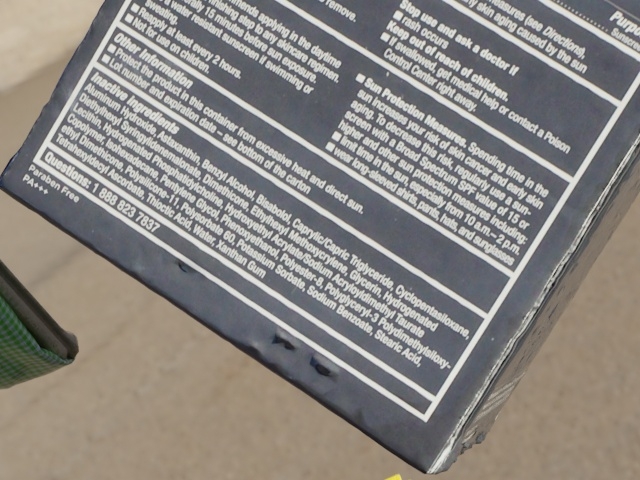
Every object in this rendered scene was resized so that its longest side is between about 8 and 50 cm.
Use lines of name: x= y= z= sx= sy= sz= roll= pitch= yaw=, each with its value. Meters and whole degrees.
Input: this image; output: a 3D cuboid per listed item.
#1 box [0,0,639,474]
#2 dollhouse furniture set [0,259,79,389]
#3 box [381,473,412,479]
box: x=0.036 y=-0.078 z=1.031 sx=0.294 sy=0.296 sz=0.183 roll=-59 pitch=-12 yaw=10
dollhouse furniture set: x=-0.320 y=0.060 z=1.167 sx=0.198 sy=0.301 sz=0.151 roll=-21 pitch=39 yaw=20
box: x=-0.017 y=0.285 z=0.718 sx=0.257 sy=0.322 sz=0.079 roll=-24 pitch=17 yaw=4
